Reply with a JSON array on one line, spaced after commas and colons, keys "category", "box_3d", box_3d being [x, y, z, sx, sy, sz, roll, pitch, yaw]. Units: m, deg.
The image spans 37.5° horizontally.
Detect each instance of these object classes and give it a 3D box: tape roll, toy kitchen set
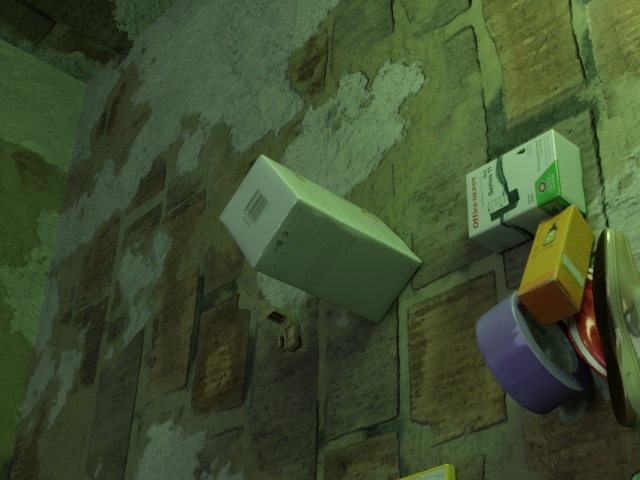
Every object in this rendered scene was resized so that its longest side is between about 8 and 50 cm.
[{"category": "tape roll", "box_3d": [0.342, 0.179, 1.518, 0.080, 0.189, 0.189, -40, 41, 29]}, {"category": "toy kitchen set", "box_3d": [-0.097, 0.211, 2.162, 0.068, 0.075, 0.083, -40, 37, 31]}]

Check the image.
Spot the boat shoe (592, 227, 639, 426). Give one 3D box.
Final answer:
[{"category": "boat shoe", "box_3d": [0.472, 0.124, 1.405, 0.098, 0.109, 0.302, -4, 67, 4]}]

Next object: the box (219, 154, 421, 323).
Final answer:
[{"category": "box", "box_3d": [0.000, 0.000, 1.936, 0.168, 0.345, 0.215, -56, 35, 12]}]

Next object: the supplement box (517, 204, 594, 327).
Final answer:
[{"category": "supplement box", "box_3d": [0.393, 0.038, 1.555, 0.078, 0.080, 0.233, -31, 18, 36]}]

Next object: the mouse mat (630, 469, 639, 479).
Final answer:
[{"category": "mouse mat", "box_3d": [0.522, 0.384, 1.314, 0.152, 0.007, 0.190, -38, 41, 31]}]

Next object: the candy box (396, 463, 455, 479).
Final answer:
[{"category": "candy box", "box_3d": [0.161, 0.480, 1.698, 0.206, 0.027, 0.105, -30, 49, 39]}]

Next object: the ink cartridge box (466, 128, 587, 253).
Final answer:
[{"category": "ink cartridge box", "box_3d": [0.374, -0.086, 1.737, 0.208, 0.087, 0.153, -29, 46, 40]}]

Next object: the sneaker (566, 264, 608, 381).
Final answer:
[{"category": "sneaker", "box_3d": [0.460, 0.118, 1.497, 0.128, 0.087, 0.221, -47, 39, 24]}]
